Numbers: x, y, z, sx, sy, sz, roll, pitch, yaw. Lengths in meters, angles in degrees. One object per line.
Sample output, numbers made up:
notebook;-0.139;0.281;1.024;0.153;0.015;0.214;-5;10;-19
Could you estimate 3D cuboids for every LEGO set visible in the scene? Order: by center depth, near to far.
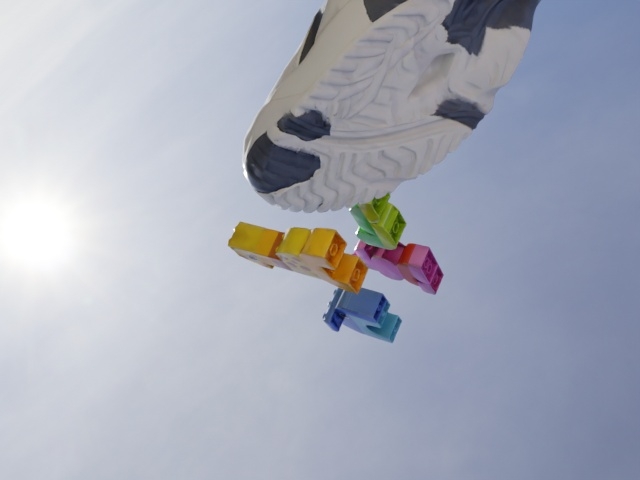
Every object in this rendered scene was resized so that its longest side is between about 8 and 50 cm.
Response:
LEGO set;0.000;0.000;0.505;0.093;0.227;0.087;14;-112;31

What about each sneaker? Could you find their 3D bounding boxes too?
sneaker;0.029;-0.132;0.368;0.235;0.094;0.153;-52;-135;9
